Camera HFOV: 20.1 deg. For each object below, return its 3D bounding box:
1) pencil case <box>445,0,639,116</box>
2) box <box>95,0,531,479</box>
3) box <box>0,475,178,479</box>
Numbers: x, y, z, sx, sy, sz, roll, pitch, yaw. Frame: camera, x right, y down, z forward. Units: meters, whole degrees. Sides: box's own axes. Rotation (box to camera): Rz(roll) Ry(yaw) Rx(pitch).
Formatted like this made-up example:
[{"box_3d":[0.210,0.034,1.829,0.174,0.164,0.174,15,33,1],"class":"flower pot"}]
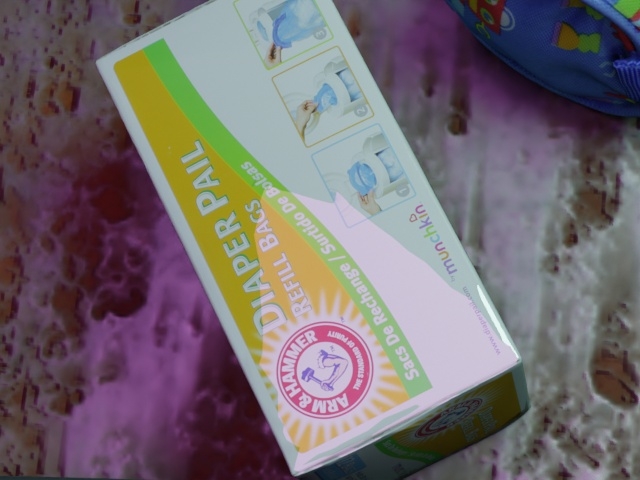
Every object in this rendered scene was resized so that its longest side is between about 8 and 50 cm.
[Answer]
[{"box_3d":[0.182,-0.200,0.808,0.133,0.119,0.306,31,82,32],"class":"pencil case"},{"box_3d":[0.000,0.000,0.784,0.103,0.114,0.203,-27,74,1],"class":"box"},{"box_3d":[-0.102,0.210,0.689,0.307,0.076,0.242,-1,50,19],"class":"box"}]
